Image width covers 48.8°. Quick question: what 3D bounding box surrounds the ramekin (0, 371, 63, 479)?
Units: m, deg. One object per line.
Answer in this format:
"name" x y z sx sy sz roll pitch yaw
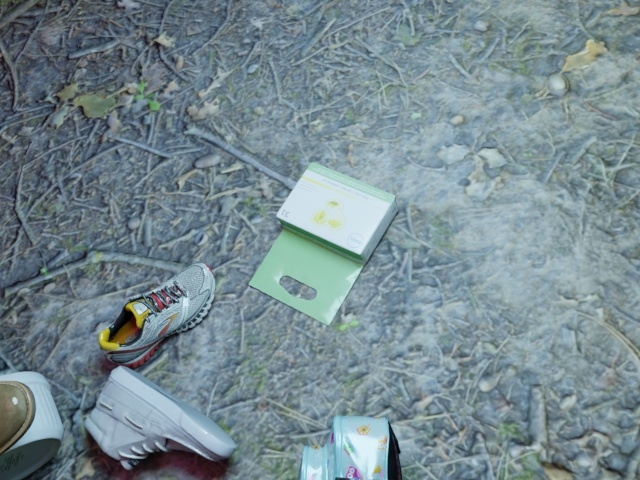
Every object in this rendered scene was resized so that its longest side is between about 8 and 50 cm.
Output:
"ramekin" -0.499 0.305 1.083 0.207 0.207 0.109 -35 71 -3

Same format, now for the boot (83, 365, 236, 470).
"boot" -0.253 0.303 1.087 0.258 0.095 0.123 23 79 32

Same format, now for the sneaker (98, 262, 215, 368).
"sneaker" -0.267 0.121 1.168 0.225 0.092 0.088 -44 62 -9

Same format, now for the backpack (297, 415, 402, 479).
"backpack" 0.041 0.328 0.944 0.145 0.166 0.188 7 64 8

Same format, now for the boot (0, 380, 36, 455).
"boot" -0.535 0.262 0.935 0.306 0.115 0.112 -18 71 1

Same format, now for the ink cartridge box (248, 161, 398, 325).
"ink cartridge box" 0.000 0.000 1.179 0.171 0.056 0.235 25 71 23
